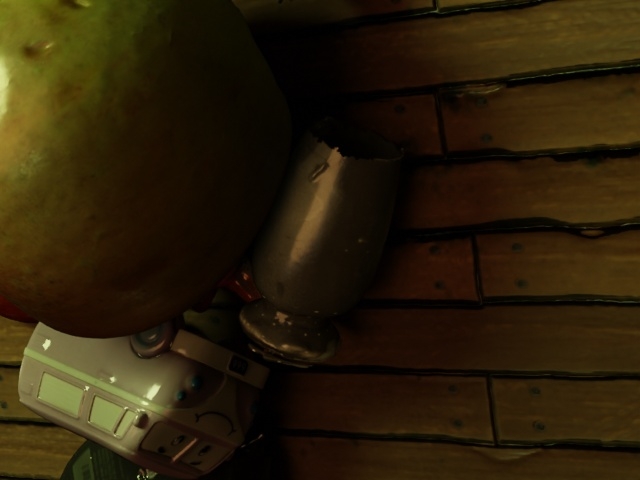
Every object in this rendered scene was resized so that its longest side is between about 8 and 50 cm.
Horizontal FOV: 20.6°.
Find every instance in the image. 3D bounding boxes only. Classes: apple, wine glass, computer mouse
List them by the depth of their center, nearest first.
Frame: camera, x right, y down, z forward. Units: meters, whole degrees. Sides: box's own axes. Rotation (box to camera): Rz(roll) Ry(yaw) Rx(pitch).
[{"bbox_3d":[-0.189,-0.103,1.483,0.305,0.338,0.338,-42,73,4],"label":"apple"},{"bbox_3d":[0.000,0.000,1.530,0.111,0.111,0.204,29,114,28],"label":"wine glass"},{"bbox_3d":[-0.142,0.235,1.713,0.264,0.088,0.147,-25,65,31],"label":"computer mouse"}]

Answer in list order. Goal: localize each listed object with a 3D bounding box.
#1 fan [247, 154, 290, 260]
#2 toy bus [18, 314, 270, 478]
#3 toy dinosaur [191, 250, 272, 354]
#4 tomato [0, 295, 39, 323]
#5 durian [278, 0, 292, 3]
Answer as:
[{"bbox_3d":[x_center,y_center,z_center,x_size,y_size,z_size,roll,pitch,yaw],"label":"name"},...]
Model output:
[{"bbox_3d":[-0.106,-0.023,1.671,0.223,0.012,0.294,-8,97,36],"label":"fan"},{"bbox_3d":[-0.162,0.130,1.625,0.202,0.142,0.142,18,80,39],"label":"toy bus"},{"bbox_3d":[-0.116,-0.006,1.643,0.101,0.055,0.279,-45,75,20],"label":"toy dinosaur"},{"bbox_3d":[-0.316,0.012,1.786,0.139,0.091,0.159,16,108,32],"label":"tomato"},{"bbox_3d":[0.023,-0.287,1.468,0.108,0.119,0.186,6,113,-3],"label":"durian"}]
